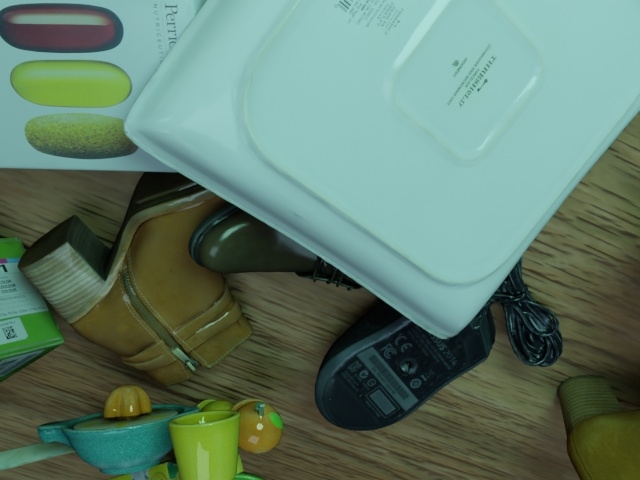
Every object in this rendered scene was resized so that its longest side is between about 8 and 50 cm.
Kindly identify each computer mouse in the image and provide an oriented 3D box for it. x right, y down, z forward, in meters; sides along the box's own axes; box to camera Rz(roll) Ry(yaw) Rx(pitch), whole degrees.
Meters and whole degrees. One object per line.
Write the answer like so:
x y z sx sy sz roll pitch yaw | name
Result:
0.114 0.113 0.666 0.272 0.072 0.188 -31 113 6 | computer mouse

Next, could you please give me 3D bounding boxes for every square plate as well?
0.097 -0.120 0.444 0.344 0.049 0.347 33 98 -27 | square plate

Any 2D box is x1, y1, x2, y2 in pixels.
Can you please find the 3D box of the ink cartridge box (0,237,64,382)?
-0.418 0.041 0.641 0.189 0.097 0.255 -30 81 20 | ink cartridge box

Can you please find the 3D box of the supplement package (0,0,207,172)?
-0.201 -0.144 0.483 0.244 0.134 0.139 1 121 2 | supplement package

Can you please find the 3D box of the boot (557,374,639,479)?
0.417 0.236 0.635 0.295 0.211 0.104 -2 122 4 | boot

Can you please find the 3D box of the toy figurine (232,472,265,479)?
-0.122 0.441 0.819 0.130 0.159 0.173 5 122 0 | toy figurine

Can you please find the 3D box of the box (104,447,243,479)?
-0.176 0.289 0.739 0.105 0.043 0.179 0 156 -47 | box

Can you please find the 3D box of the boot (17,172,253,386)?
-0.127 0.036 0.611 0.283 0.109 0.220 -31 123 8 | boot

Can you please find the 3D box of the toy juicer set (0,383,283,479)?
-0.197 0.206 0.693 0.329 0.209 0.089 -9 84 25 | toy juicer set

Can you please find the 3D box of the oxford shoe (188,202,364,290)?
0.000 0.000 0.532 0.227 0.096 0.083 -9 133 -20 | oxford shoe
